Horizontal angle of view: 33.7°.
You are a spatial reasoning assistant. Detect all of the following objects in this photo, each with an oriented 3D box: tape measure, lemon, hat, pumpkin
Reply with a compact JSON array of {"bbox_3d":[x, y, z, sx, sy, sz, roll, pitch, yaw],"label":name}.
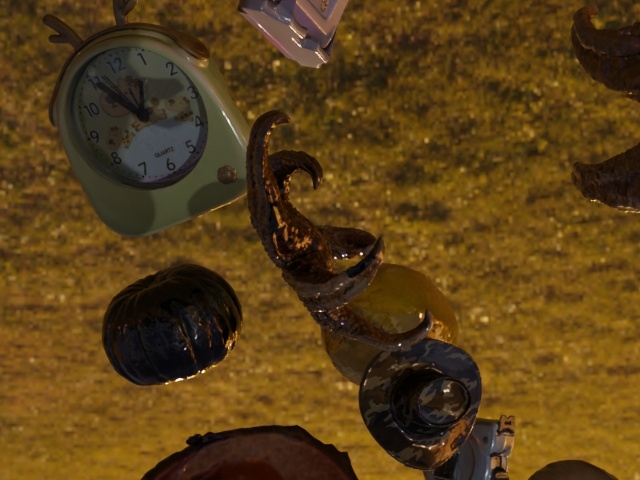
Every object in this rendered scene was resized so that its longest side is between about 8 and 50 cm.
[{"bbox_3d":[0.171,0.344,1.731,0.084,0.163,0.330,17,165,-40],"label":"tape measure"},{"bbox_3d":[0.105,0.137,1.622,0.204,0.204,0.260,-18,147,36],"label":"lemon"},{"bbox_3d":[0.094,0.132,0.869,0.121,0.121,0.050,8,167,-25],"label":"hat"},{"bbox_3d":[-0.226,0.130,1.607,0.221,0.161,0.220,-22,-172,3],"label":"pumpkin"}]

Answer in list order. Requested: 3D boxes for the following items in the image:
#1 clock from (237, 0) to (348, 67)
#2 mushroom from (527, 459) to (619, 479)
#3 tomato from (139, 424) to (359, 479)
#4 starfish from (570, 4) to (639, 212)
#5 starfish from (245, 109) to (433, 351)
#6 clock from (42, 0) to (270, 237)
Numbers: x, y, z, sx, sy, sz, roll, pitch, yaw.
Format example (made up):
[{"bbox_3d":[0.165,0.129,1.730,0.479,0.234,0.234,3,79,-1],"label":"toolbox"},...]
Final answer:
[{"bbox_3d":[-0.019,-0.370,1.516,0.083,0.186,0.253,19,177,22],"label":"clock"},{"bbox_3d":[0.237,0.365,0.909,0.315,0.336,0.314,-2,-165,1],"label":"mushroom"},{"bbox_3d":[-0.031,0.239,0.664,0.199,0.228,0.112,-34,155,-18],"label":"tomato"},{"bbox_3d":[0.209,-0.079,0.559,0.095,0.326,0.375,4,153,-5],"label":"starfish"},{"bbox_3d":[0.000,-0.001,0.721,0.074,0.146,0.190,-32,133,4],"label":"starfish"},{"bbox_3d":[-0.221,-0.169,1.336,0.235,0.308,0.096,-20,-161,19],"label":"clock"}]
